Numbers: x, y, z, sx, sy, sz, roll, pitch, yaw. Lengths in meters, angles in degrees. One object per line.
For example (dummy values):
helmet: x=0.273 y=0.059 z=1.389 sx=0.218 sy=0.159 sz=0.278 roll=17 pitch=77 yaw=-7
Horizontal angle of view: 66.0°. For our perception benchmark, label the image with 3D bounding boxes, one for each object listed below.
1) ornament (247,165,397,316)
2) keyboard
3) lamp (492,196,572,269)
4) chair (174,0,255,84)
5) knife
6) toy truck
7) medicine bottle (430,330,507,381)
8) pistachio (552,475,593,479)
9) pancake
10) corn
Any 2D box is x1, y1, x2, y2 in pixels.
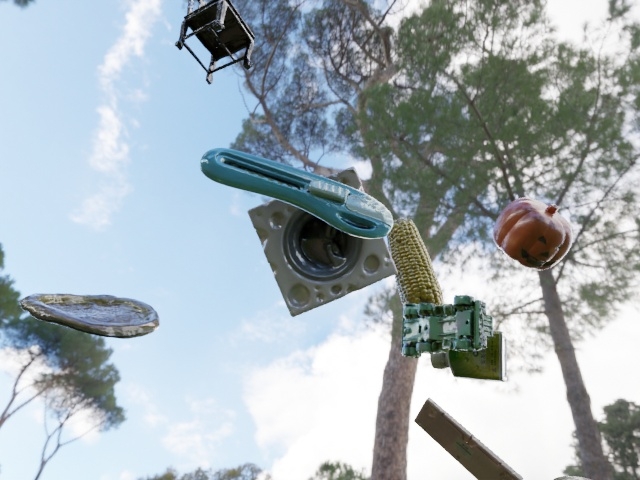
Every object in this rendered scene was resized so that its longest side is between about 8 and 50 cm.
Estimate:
ornament: x=0.000 y=0.000 z=1.106 sx=0.239 sy=0.240 sz=0.240 roll=-22 pitch=-88 yaw=-2
keyboard: x=0.215 y=0.304 z=0.729 sx=0.166 sy=0.017 sz=0.055 roll=37 pitch=-61 yaw=31
lamp: x=0.535 y=-0.024 z=1.234 sx=0.187 sy=0.188 sz=0.164 roll=25 pitch=-60 yaw=-12
chair: x=-0.202 y=-0.429 z=0.972 sx=0.113 sy=0.229 sz=0.106 roll=-16 pitch=-36 yaw=21
knife: x=-0.023 y=-0.055 z=0.540 sx=0.221 sy=0.064 sz=0.031 roll=19 pitch=-39 yaw=-5
toy truck: x=0.303 y=0.208 z=1.158 sx=0.135 sy=0.128 sz=0.259 roll=14 pitch=-22 yaw=-21
medicine bottle: x=0.399 y=0.308 z=1.329 sx=0.188 sy=0.132 sz=0.088 roll=-4 pitch=-18 yaw=28
pistachio: x=0.491 y=0.492 z=0.896 sx=0.149 sy=0.113 sz=0.113 roll=28 pitch=-28 yaw=44
pancake: x=-0.427 y=0.137 z=0.942 sx=0.250 sy=0.250 sz=0.031 roll=13 pitch=-89 yaw=0
corn: x=0.287 y=0.089 z=1.517 sx=0.130 sy=0.347 sz=0.130 roll=-11 pitch=-23 yaw=-5
